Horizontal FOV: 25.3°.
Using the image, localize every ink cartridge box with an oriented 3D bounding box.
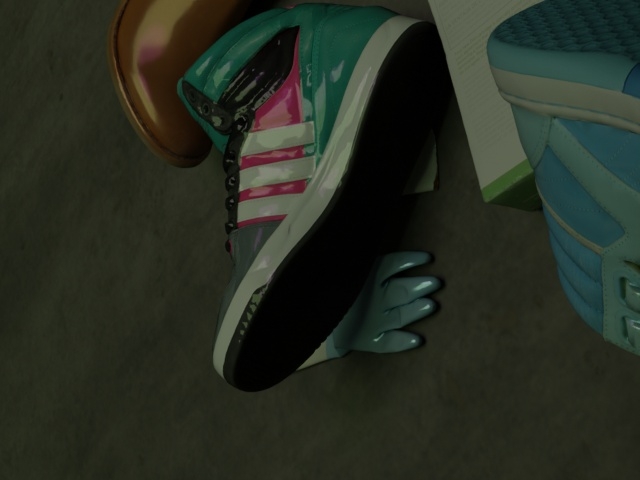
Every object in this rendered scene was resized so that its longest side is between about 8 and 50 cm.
[{"bbox_3d":[0.150,-0.161,0.940,0.171,0.056,0.235,-37,56,43],"label":"ink cartridge box"}]

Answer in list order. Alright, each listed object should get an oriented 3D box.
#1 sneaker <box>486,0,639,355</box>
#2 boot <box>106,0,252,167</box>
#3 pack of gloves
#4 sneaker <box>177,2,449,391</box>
[{"bbox_3d":[0.218,-0.012,0.735,0.319,0.127,0.208,39,151,61],"label":"sneaker"},{"bbox_3d":[-0.074,-0.218,1.207,0.220,0.109,0.283,-17,65,45],"label":"boot"},{"bbox_3d":[0.000,0.000,1.116,0.232,0.046,0.195,-17,71,49],"label":"pack of gloves"},{"bbox_3d":[-0.043,-0.052,1.059,0.178,0.124,0.295,28,93,36],"label":"sneaker"}]
